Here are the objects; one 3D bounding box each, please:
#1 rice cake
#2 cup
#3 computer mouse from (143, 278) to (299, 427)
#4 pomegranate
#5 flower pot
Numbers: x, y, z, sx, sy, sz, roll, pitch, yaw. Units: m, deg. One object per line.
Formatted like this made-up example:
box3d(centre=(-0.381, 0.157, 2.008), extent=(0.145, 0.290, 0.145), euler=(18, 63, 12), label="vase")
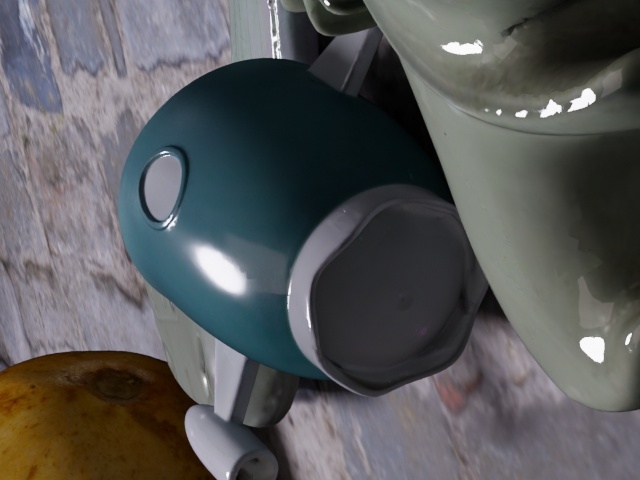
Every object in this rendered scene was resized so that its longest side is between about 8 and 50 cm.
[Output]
box3d(centre=(-0.033, -0.156, 1.174), extent=(0.189, 0.037, 0.198), euler=(-118, 23, -67), label="rice cake")
box3d(centre=(0.000, 0.000, 1.052), extent=(0.173, 0.167, 0.299), euler=(38, 112, 53), label="cup")
box3d(centre=(-0.066, 0.027, 1.355), extent=(0.331, 0.095, 0.197), euler=(-177, 75, -79), label="computer mouse")
box3d(centre=(-0.181, 0.217, 1.542), extent=(0.264, 0.264, 0.264), euler=(166, 90, -71), label="pomegranate")
box3d(centre=(0.074, -0.137, 0.748), extent=(0.254, 0.164, 0.367), euler=(91, 157, -50), label="flower pot")
